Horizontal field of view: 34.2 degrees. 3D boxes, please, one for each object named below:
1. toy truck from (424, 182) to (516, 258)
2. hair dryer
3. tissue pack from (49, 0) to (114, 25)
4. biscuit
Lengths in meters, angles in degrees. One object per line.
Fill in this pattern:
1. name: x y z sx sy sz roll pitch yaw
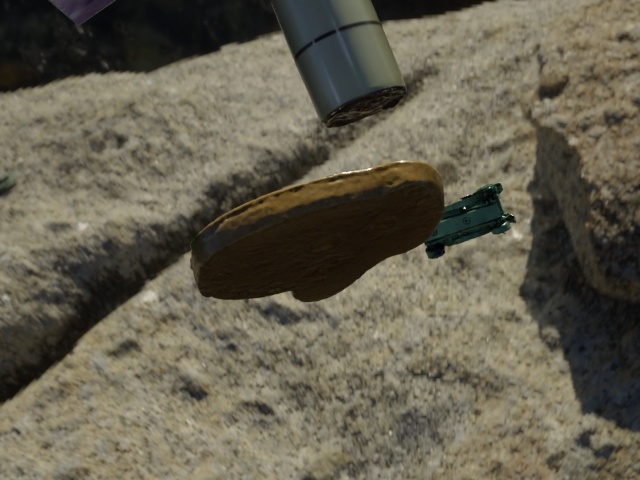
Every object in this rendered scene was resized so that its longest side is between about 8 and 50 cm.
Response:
1. toy truck: 0.226 -0.033 1.628 0.154 0.078 0.080 -21 93 21
2. hair dryer: 0.045 -0.259 1.517 0.128 0.362 0.203 -24 84 8
3. tissue pack: -0.407 -0.619 2.009 0.338 0.160 0.242 -33 67 9
4. biscuit: 0.000 -0.002 1.374 0.343 0.287 0.057 -18 65 -2
